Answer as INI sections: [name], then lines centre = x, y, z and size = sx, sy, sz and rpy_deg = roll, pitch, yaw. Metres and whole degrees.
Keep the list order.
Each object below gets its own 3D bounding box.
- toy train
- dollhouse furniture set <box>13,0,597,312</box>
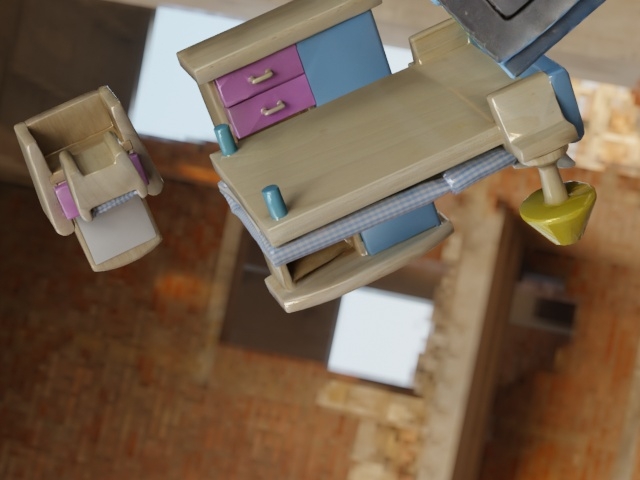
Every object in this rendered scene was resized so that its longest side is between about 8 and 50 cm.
[toy train]
centre = 0.052, -0.161, 0.759
size = 0.080, 0.184, 0.105
rpy_deg = -41, 21, 12
[dollhouse furniture set]
centre = 0.000, 0.000, 1.051
size = 0.303, 0.286, 0.198
rpy_deg = 47, 160, 61
